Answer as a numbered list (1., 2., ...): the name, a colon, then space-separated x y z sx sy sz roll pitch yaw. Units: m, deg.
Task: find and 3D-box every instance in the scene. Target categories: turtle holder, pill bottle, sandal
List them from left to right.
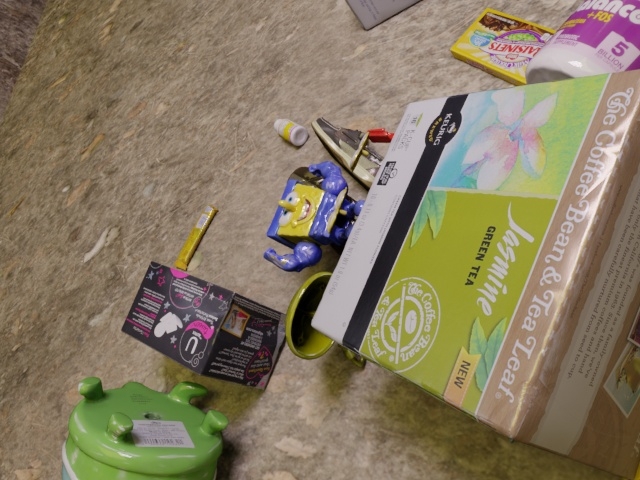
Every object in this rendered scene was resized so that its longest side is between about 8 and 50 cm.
1. turtle holder: -0.312 0.350 0.839 0.320 0.243 0.228 15 91 31
2. pill bottle: -0.067 -0.238 1.129 0.043 0.043 0.083 -52 47 -1
3. sandal: 0.022 -0.047 0.937 0.090 0.060 0.219 -47 66 1
4. pill bottle: 0.445 -0.298 0.710 0.301 0.169 0.169 -48 47 3

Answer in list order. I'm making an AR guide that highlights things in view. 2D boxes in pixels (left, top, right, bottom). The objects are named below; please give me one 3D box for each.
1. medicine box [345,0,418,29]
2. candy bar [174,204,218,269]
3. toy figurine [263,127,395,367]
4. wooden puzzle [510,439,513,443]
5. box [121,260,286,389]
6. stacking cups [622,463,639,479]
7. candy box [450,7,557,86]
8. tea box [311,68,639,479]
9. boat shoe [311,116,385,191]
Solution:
1. medicine box: 0.176 -0.654 1.122 0.289 0.149 0.264 -20 55 25
2. candy bar: -0.279 -0.010 1.168 0.040 0.018 0.162 18 76 37
3. toy figurine: 0.000 0.000 0.853 0.217 0.191 0.363 11 78 44
4. wooden puzzle: 0.285 0.206 0.642 0.116 0.014 0.079 -24 49 23
5. box: -0.204 0.151 0.924 0.247 0.163 0.142 14 77 40
6. stacking cups: 0.346 0.353 0.464 0.095 0.096 0.317 -14 60 29
7. candy box: 0.333 -0.336 0.909 0.105 0.027 0.206 -49 47 7
8. tea box: 0.208 0.023 0.591 0.323 0.219 0.329 13 78 58
9. boat shoe: 0.063 -0.171 0.979 0.073 0.080 0.224 -40 53 3
